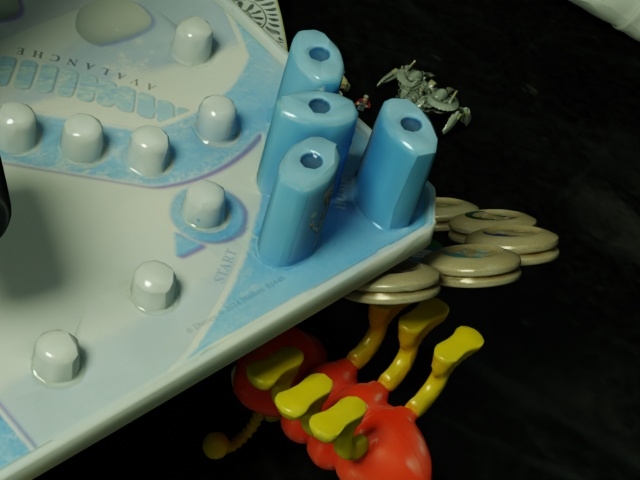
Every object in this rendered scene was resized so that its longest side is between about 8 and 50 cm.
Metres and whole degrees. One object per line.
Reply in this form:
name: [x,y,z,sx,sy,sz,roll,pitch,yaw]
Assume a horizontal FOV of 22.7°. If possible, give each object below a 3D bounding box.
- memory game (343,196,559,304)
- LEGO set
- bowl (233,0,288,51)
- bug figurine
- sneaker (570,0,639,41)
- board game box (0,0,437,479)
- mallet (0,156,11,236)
memory game: [0.000,0.000,0.632,0.186,0.012,0.186,-1,12,0]
LEGO set: [0.043,-0.079,0.829,0.083,0.023,0.054,3,42,-28]
bowl: [-0.084,-0.126,0.742,0.170,0.080,0.170,-20,90,-76]
bug figurine: [-0.026,0.119,0.502,0.279,0.072,0.216,-25,52,-40]
sneaker: [0.158,-0.259,1.049,0.169,0.108,0.292,22,38,-10]
board game box: [-0.216,-0.066,0.518,0.390,0.050,0.390,-29,62,-33]
mallet: [-0.182,-0.019,0.430,0.189,0.039,0.062,-5,53,-14]
